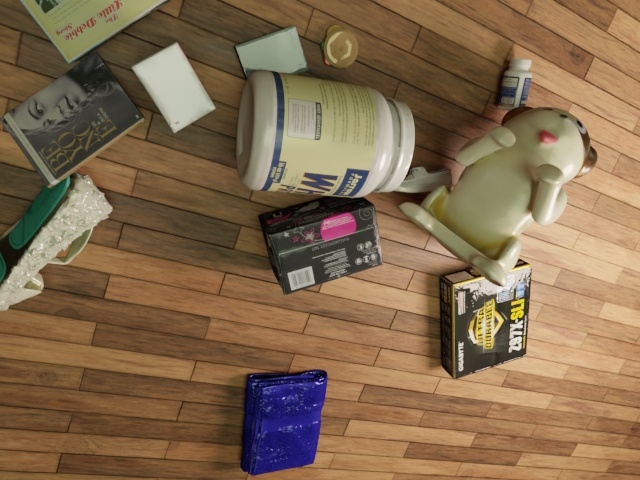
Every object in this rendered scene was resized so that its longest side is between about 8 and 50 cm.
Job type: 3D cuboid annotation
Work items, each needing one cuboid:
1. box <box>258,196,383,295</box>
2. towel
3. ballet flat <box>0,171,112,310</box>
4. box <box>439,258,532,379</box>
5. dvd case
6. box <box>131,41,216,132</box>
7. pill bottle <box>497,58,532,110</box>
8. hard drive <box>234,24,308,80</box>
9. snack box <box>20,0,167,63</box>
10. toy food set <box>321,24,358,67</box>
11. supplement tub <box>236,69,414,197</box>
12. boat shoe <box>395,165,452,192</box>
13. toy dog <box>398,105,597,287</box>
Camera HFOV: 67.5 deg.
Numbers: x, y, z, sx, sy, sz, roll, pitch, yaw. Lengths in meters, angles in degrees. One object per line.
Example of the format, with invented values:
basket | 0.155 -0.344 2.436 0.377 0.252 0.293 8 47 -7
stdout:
box | 0.000 0.000 1.126 0.247 0.142 0.163 -16 116 -11
towel | -0.100 0.507 1.322 0.228 0.076 0.308 1 110 -18
ballet flat | -0.580 0.039 0.959 0.409 0.147 0.147 -44 117 1
box | 0.483 0.227 1.409 0.257 0.079 0.322 -13 113 -15
dvd case | -0.468 -0.228 0.906 0.221 0.018 0.164 -37 85 -2
box | -0.275 -0.292 0.905 0.091 0.170 0.130 -31 117 -5
pill bottle | 0.480 -0.381 1.179 0.067 0.067 0.120 -2 111 -18
hard drive | -0.102 -0.384 1.010 0.135 0.022 0.094 -23 116 -9
snack box | -0.363 -0.469 0.819 0.322 0.060 0.187 -25 117 13
toy food set | 0.042 -0.418 1.046 0.083 0.020 0.082 18 104 -24
supplement tub | 0.003 -0.210 0.992 0.325 0.235 0.235 3 109 -19
boat shoe | 0.250 -0.153 1.194 0.184 0.066 0.063 -5 101 -16
toy dog | 0.448 -0.120 1.112 0.408 0.284 0.395 -52 152 8
